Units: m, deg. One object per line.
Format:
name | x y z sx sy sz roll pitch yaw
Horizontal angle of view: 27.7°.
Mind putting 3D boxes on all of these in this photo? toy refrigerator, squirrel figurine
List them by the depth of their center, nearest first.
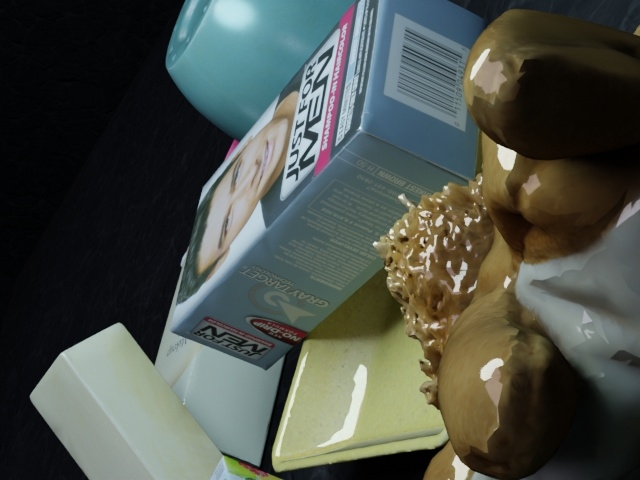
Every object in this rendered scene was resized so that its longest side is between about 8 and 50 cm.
squirrel figurine | 0.153 0.077 0.730 0.397 0.281 0.371 -76 5 -70
toy refrigerator | -0.174 0.227 1.350 0.094 0.269 0.102 -28 -15 -45

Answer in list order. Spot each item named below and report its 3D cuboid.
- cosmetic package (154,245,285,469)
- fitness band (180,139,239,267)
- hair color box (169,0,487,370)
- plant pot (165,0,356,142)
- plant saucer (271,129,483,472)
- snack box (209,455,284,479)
cosmetic package | -0.117 0.128 1.542 0.160 0.113 0.310 -40 31 53
fitness band | -0.123 -0.068 1.789 0.291 0.054 0.209 -76 8 -66
hair color box | -0.001 -0.050 1.183 0.374 0.113 0.185 -45 28 48
plant pot | -0.052 -0.246 1.617 0.293 0.235 0.293 -54 22 34
plant saucer | 0.095 0.042 1.112 0.332 0.081 0.333 -28 42 63
snack box | -0.045 0.261 1.200 0.037 0.100 0.141 -62 18 11
